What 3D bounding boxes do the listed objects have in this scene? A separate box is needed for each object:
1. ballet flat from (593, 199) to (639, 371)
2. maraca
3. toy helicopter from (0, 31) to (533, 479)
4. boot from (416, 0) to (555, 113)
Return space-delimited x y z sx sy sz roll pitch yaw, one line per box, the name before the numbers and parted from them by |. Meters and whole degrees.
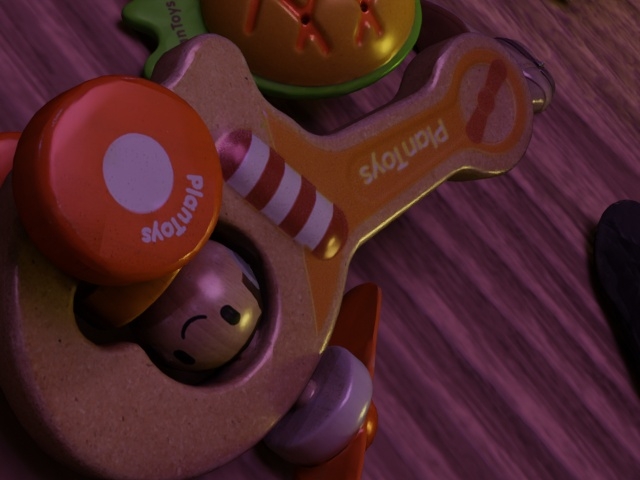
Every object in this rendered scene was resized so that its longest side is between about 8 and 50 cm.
ballet flat | 0.224 0.047 0.842 0.049 0.057 0.173 57 19 -54
maraca | -0.026 -0.139 0.761 0.185 0.099 0.127 -16 68 -17
toy helicopter | 0.000 0.000 0.621 0.355 0.140 0.235 -33 101 -37
boot | 0.123 -0.137 0.919 0.118 0.042 0.087 51 35 8
